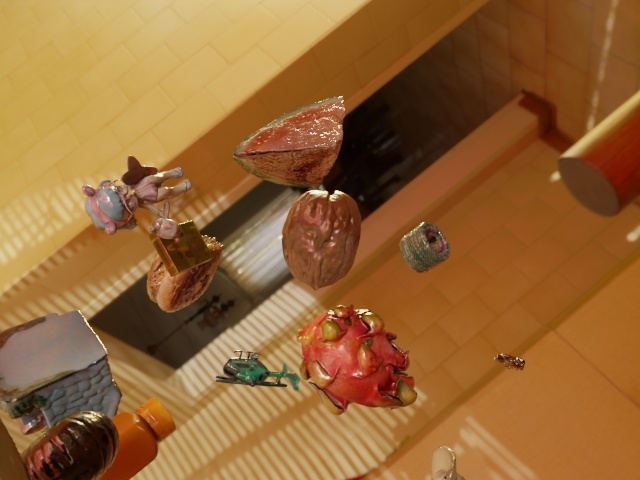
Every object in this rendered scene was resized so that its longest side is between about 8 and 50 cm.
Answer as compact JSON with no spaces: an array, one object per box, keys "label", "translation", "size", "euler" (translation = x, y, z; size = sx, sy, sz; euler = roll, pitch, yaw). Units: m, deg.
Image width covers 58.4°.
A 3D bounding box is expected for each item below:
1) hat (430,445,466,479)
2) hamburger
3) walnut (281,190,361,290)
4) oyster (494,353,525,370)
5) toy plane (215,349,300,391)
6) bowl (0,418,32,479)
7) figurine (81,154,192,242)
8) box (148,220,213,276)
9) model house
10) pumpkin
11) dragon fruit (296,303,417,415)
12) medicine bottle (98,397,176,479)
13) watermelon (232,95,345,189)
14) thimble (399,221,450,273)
[{"label":"hat","translation":[0.246,0.469,1.093],"size":[0.122,0.081,0.166],"euler":[-119,25,-73]},{"label":"hamburger","translation":[-0.428,0.100,1.826],"size":[0.146,0.286,0.243],"euler":[28,149,14]},{"label":"walnut","translation":[0.000,0.000,1.287],"size":[0.178,0.231,0.178],"euler":[7,-174,-1]},{"label":"oyster","translation":[0.558,0.355,1.687],"size":[0.086,0.029,0.132],"euler":[28,-168,23]},{"label":"toy plane","translation":[-0.163,0.346,1.501],"size":[0.235,0.060,0.096],"euler":[11,-150,-23]},{"label":"bowl","translation":[-0.499,0.355,0.736],"size":[0.313,0.146,0.313],"euler":[60,164,28]},{"label":"figurine","translation":[-0.378,-0.076,1.231],"size":[0.260,0.102,0.205],"euler":[-36,-76,-53]},{"label":"box","translation":[-0.362,0.017,1.502],"size":[0.121,0.030,0.193],"euler":[60,-162,-1]},{"label":"model house","translation":[-0.752,0.438,1.647],"size":[0.360,0.297,0.339],"euler":[27,135,46]},{"label":"pumpkin","translation":[-0.471,0.403,1.063],"size":[0.140,0.202,0.202],"euler":[47,176,8]},{"label":"dragon fruit","translation":[0.091,0.267,1.296],"size":[0.227,0.307,0.243],"euler":[-20,69,56]},{"label":"medicine bottle","translation":[-0.464,0.483,1.362],"size":[0.149,0.222,0.112],"euler":[-8,111,52]},{"label":"watermelon","translation":[-0.042,-0.175,0.968],"size":[0.202,0.207,0.136],"euler":[-32,69,57]},{"label":"thimble","translation":[0.278,0.019,1.531],"size":[0.118,0.090,0.135],"euler":[57,-146,4]}]
